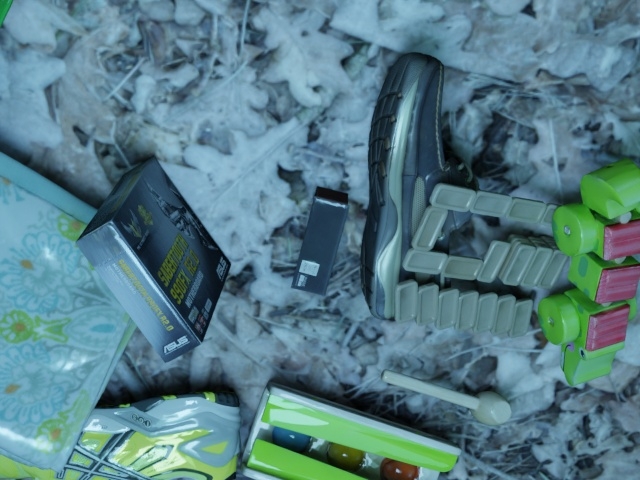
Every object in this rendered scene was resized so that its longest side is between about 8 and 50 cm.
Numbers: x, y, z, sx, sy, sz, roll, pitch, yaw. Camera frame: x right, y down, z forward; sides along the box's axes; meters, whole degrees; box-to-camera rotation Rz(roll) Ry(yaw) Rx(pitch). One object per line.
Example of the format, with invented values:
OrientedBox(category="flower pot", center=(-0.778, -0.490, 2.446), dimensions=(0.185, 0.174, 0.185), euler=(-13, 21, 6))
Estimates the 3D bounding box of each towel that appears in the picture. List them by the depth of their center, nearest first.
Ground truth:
OrientedBox(category="towel", center=(-0.406, 0.067, 1.430), dimensions=(0.374, 0.090, 0.320), euler=(32, 66, -17))

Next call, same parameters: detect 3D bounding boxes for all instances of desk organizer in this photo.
OrientedBox(category="desk organizer", center=(0.000, 0.000, 1.523), dimensions=(0.047, 0.050, 0.130), euler=(14, 111, -4))

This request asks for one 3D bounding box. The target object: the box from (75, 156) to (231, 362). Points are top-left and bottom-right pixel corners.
OrientedBox(category="box", center=(-0.197, 0.017, 1.440), dimensions=(0.056, 0.231, 0.183), euler=(-29, 107, 15))

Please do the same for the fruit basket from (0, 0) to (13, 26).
OrientedBox(category="fruit basket", center=(-0.517, -0.362, 1.342), dimensions=(0.353, 0.165, 0.327), euler=(31, 109, -6))

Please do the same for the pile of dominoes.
OrientedBox(category="pile of dominoes", center=(0.198, 0.024, 1.470), dimensions=(0.251, 0.040, 0.196), euler=(9, 115, -33))

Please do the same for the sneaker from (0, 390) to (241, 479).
OrientedBox(category="sneaker", center=(-0.295, 0.293, 1.576), dimensions=(0.385, 0.145, 0.147), euler=(-8, 83, 7))

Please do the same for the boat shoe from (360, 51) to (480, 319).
OrientedBox(category="boat shoe", center=(0.128, -0.066, 1.467), dimensions=(0.130, 0.132, 0.355), euler=(0, 120, -9))

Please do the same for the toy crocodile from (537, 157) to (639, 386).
OrientedBox(category="toy crocodile", center=(0.355, 0.047, 1.473), dimensions=(0.115, 0.105, 0.340), euler=(-11, 124, -20))

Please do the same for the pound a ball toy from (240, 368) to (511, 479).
OrientedBox(category="pound a ball toy", center=(0.073, 0.263, 1.599), dimensions=(0.319, 0.136, 0.208), euler=(18, 85, -5))
